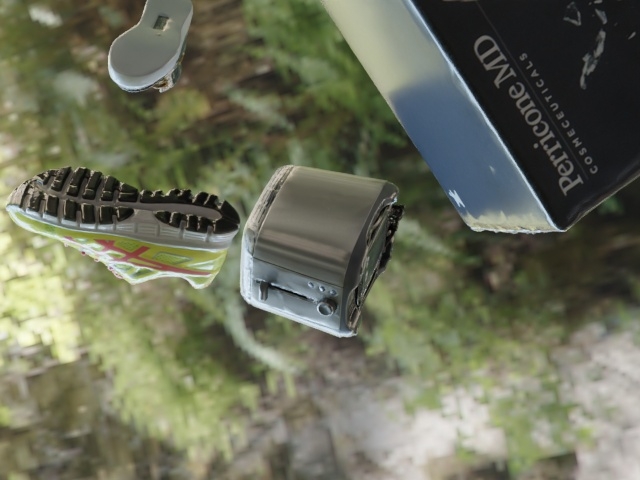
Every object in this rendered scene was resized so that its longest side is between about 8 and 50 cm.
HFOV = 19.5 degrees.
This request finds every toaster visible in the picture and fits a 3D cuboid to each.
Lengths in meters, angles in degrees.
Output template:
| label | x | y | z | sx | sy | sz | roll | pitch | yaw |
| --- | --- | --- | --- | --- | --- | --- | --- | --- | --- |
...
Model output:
| label | x | y | z | sx | sy | sz | roll | pitch | yaw |
| --- | --- | --- | --- | --- | --- | --- | --- | --- | --- |
| toaster | 0.000 | 0.000 | 2.114 | 0.227 | 0.146 | 0.129 | -64 | -16 | -47 |

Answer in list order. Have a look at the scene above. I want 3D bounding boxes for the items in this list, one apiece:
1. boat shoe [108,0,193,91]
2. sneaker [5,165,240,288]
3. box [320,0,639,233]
| label | x | y | z | sx | sy | sz | roll | pitch | yaw |
| --- | --- | --- | --- | --- | --- | --- | --- | --- | --- |
| boat shoe | -0.171 | -0.179 | 1.894 | 0.183 | 0.065 | 0.083 | -68 | -10 | -56 |
| sneaker | -0.182 | -0.001 | 1.671 | 0.081 | 0.208 | 0.094 | -79 | 1 | -53 |
| box | 0.236 | -0.331 | 1.743 | 0.480 | 0.472 | 0.297 | 56 | 171 | -8 |
